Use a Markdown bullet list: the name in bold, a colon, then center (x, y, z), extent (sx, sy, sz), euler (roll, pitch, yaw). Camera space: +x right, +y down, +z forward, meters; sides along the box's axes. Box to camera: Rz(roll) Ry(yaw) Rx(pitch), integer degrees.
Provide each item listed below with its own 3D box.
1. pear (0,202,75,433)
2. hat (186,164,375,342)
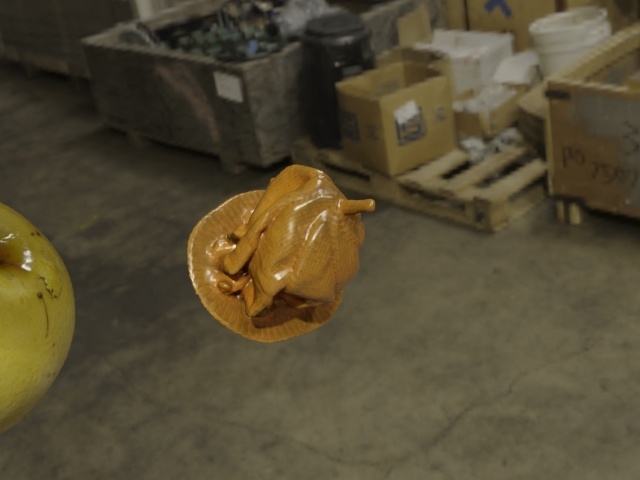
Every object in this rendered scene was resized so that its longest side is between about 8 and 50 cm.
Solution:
- **pear**: center (-0.484, 0.097, 1.374), extent (0.348, 0.348, 0.348), euler (-9, 26, 4)
- **hat**: center (0.000, 0.000, 1.350), extent (0.233, 0.244, 0.233), euler (-29, 31, 46)
